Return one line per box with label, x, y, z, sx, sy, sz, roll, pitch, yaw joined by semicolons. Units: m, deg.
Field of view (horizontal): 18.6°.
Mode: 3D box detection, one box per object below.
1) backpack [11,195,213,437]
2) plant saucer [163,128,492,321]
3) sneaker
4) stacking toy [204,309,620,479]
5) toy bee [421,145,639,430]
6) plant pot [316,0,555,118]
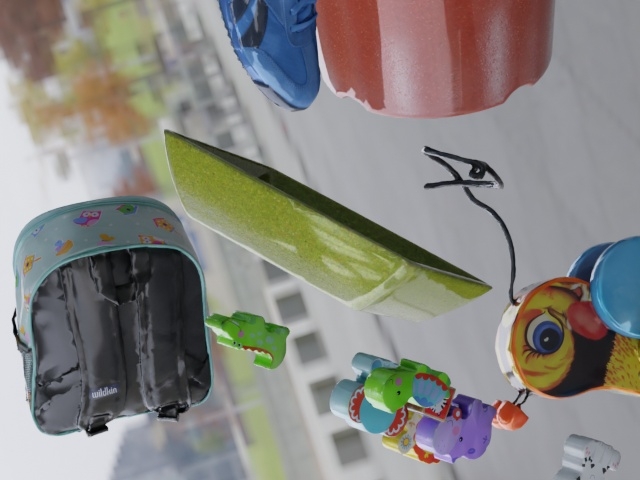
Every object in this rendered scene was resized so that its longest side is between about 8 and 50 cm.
backpack;-0.175;0.050;1.627;0.144;0.166;0.188;-109;14;-44
plant saucer;0.000;0.000;1.262;0.188;0.045;0.188;28;-176;20
sneaker;-0.031;-0.194;1.423;0.069;0.082;0.209;-47;-59;-57
stacking toy;0.055;0.106;1.184;0.221;0.052;0.167;26;171;-40
toy bee;0.189;0.071;1.375;0.162;0.298;0.195;-68;-16;-5
plant pot;0.085;-0.260;1.600;0.272;0.272;0.265;-113;13;-54
